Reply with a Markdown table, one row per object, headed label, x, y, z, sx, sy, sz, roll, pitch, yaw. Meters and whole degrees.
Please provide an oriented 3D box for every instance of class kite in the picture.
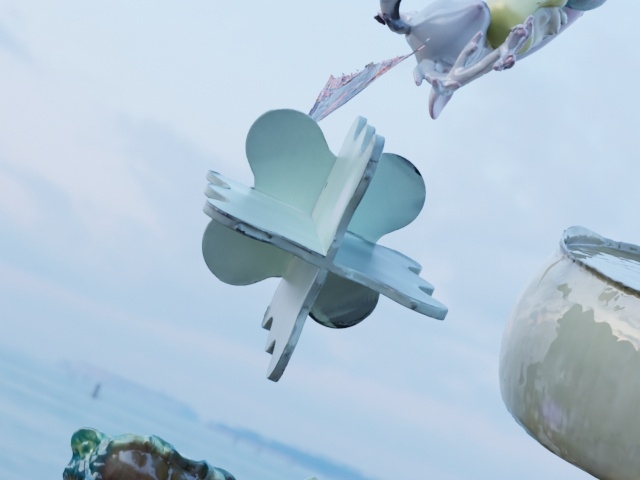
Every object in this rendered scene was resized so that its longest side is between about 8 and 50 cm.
| label | x | y | z | sx | sy | sz | roll | pitch | yaw |
| --- | --- | --- | --- | --- | --- | --- | --- | --- | --- |
| kite | 0.016 | -0.139 | 1.599 | 0.008 | 0.125 | 0.222 | 52 | -20 | -13 |

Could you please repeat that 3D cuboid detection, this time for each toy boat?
| label | x | y | z | sx | sy | sz | roll | pitch | yaw |
| --- | --- | --- | --- | --- | --- | --- | --- | --- | --- |
| toy boat | -0.088 | 0.222 | 1.376 | 0.108 | 0.099 | 0.293 | -32 | -34 | 29 |

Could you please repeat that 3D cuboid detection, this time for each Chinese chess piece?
| label | x | y | z | sx | sy | sz | roll | pitch | yaw |
| --- | --- | --- | --- | --- | --- | --- | --- | --- | --- |
| Chinese chess piece | 0.300 | 0.109 | 1.205 | 0.338 | 0.140 | 0.338 | 19 | 11 | -4 |

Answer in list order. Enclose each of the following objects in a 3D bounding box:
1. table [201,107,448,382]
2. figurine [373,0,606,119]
| label | x | y | z | sx | sy | sz | roll | pitch | yaw |
| --- | --- | --- | --- | --- | --- | --- | --- | --- | --- |
| table | 0.000 | 0.000 | 1.071 | 0.167 | 0.166 | 0.198 | 23 | 7 | -7 |
| figurine | 0.182 | -0.281 | 1.820 | 0.206 | 0.316 | 0.284 | 47 | -27 | 6 |
